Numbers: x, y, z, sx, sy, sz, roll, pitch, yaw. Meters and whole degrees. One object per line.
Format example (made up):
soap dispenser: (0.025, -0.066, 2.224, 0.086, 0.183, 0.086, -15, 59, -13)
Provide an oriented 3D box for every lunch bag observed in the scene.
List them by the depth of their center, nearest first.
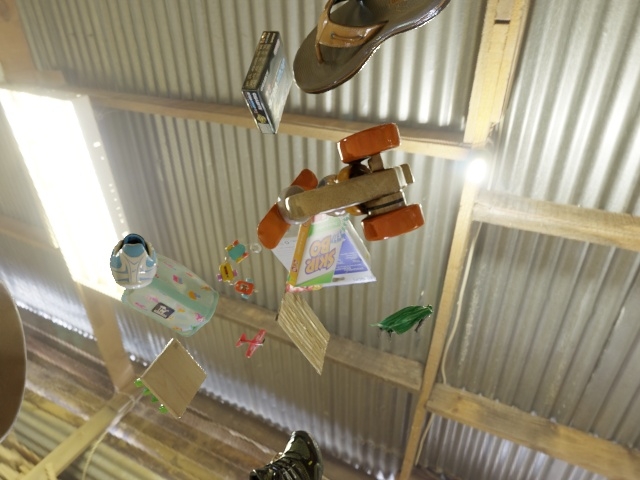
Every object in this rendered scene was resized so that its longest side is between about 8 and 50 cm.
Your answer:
lunch bag: (-0.410, 0.143, 1.147, 0.223, 0.160, 0.262, 37, -13, -20)

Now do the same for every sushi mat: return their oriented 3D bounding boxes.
sushi mat: (-0.049, 0.273, 1.310, 0.019, 0.151, 0.316, -7, -47, 27)

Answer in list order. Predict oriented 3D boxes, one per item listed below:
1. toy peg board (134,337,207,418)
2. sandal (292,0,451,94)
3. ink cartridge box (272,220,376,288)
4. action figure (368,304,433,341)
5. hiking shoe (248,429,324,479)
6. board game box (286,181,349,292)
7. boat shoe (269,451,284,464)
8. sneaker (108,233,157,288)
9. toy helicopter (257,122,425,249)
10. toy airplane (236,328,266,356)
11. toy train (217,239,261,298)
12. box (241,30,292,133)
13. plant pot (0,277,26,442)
toy peg board: (-0.440, 0.402, 1.216, 0.079, 0.161, 0.161, -23, -70, 26)
sandal: (0.042, -0.240, 0.458, 0.219, 0.060, 0.090, -14, -103, 41)
ink cartridge box: (0.006, 0.049, 1.448, 0.303, 0.072, 0.307, -9, -39, 25)
action figure: (0.287, 0.259, 1.365, 0.137, 0.232, 0.063, 12, -65, 55)
hiking shoe: (-0.063, 0.408, 0.716, 0.086, 0.227, 0.114, -25, -69, 22)
board game box: (0.000, 0.000, 0.957, 0.039, 0.124, 0.259, 28, -71, 40)
boat shoe: (-0.070, 0.532, 0.932, 0.104, 0.089, 0.285, 33, -10, 17)
sneaker: (-0.350, 0.025, 0.792, 0.237, 0.085, 0.086, 19, -80, 62)
toy helicopter: (0.035, -0.076, 0.691, 0.235, 0.355, 0.140, -17, -84, 15)
toy airplane: (-0.301, 0.437, 1.807, 0.028, 0.151, 0.151, 40, -44, 40)
toy train: (-0.236, 0.084, 1.253, 0.125, 0.166, 0.046, 12, -9, -7)
box: (-0.144, -0.442, 1.187, 0.051, 0.220, 0.175, 7, -24, 14)
plant pot: (-0.599, 0.180, 0.557, 0.256, 0.274, 0.256, 171, -90, -74)
